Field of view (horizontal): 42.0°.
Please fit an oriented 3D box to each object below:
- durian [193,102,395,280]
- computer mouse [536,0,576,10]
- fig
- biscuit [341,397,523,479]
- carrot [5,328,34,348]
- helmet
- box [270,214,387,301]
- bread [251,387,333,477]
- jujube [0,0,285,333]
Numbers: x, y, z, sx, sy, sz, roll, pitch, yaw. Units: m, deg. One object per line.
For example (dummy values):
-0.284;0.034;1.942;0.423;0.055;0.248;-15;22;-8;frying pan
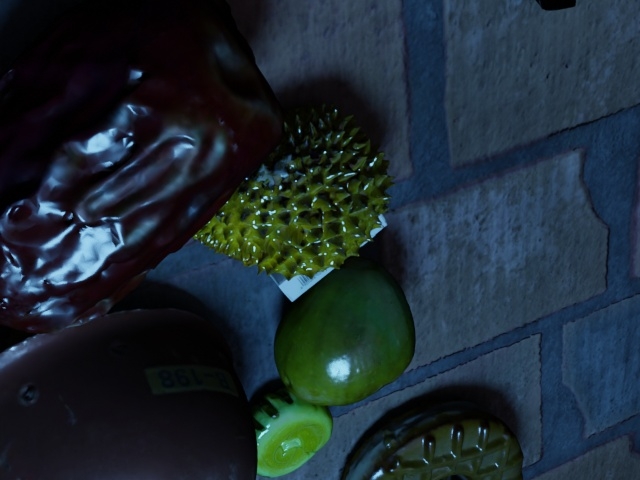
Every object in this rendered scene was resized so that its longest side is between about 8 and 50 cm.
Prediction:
-0.025;-0.061;0.952;0.250;0.183;0.138;-30;158;-15;durian
0.270;-0.376;0.988;0.146;0.077;0.241;-41;127;1;computer mouse
0.033;0.115;1.069;0.181;0.181;0.191;2;107;-28;fig
0.179;0.400;1.347;0.332;0.103;0.331;-13;122;-22;biscuit
-0.341;0.150;0.972;0.060;0.060;0.186;6;116;-30;carrot
-0.218;0.272;0.962;0.385;0.230;0.337;20;109;-48;helmet
0.000;0.000;1.048;0.154;0.084;0.040;-40;125;-3;box
-0.053;0.268;1.175;0.130;0.071;0.139;27;100;-38;bread
-0.200;-0.082;0.790;0.376;0.258;0.258;-50;127;1;jujube
